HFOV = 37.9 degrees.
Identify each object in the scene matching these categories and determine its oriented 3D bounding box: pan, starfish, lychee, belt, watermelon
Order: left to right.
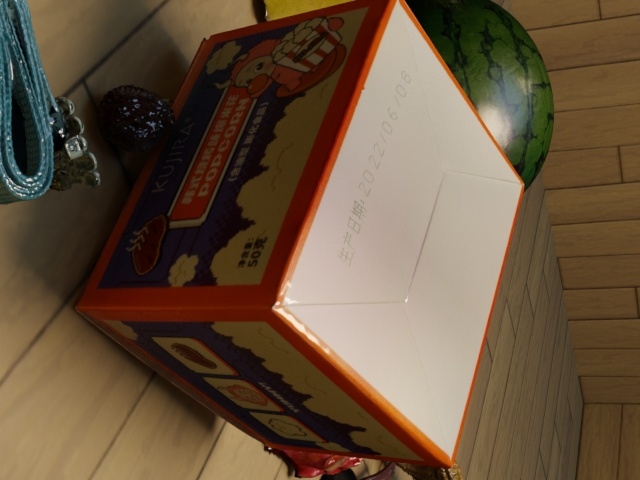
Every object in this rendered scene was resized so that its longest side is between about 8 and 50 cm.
[{"bbox_3d":[-0.240,-0.121,0.744,0.100,0.065,0.179,-21,107,-55],"label":"belt"},{"bbox_3d":[-0.175,-0.116,0.882,0.067,0.068,0.083,58,-2,-6],"label":"lychee"},{"bbox_3d":[0.050,0.369,1.366,0.212,0.040,0.115,-22,106,-58],"label":"pan"},{"bbox_3d":[0.185,-0.195,1.408,0.363,0.363,0.363,-4,90,-67],"label":"watermelon"},{"bbox_3d":[0.213,0.398,1.485,0.060,0.302,0.299,-40,145,-32],"label":"starfish"}]

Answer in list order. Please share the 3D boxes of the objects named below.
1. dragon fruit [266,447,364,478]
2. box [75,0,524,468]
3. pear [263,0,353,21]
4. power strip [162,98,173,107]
[{"bbox_3d":[0.032,0.213,1.245,0.163,0.189,0.262,48,37,-8],"label":"dragon fruit"},{"bbox_3d":[0.000,0.000,0.939,0.318,0.256,0.349,44,54,-40],"label":"box"},{"bbox_3d":[0.027,-0.364,1.259,0.267,0.178,0.267,-5,90,-71],"label":"pear"},{"bbox_3d":[-0.160,-0.105,0.982,0.040,0.016,0.090,39,52,-59],"label":"power strip"}]
